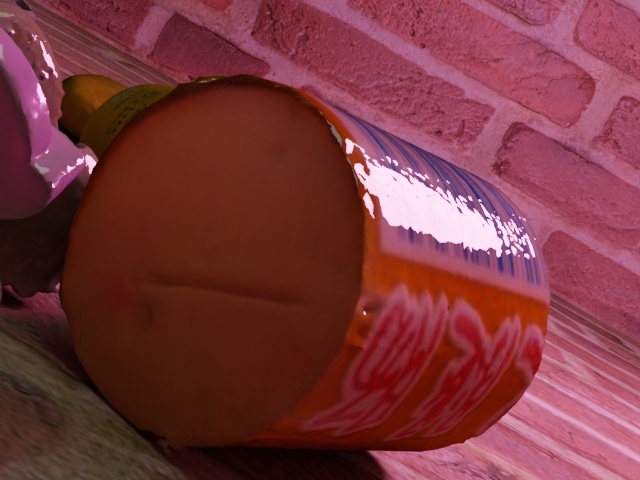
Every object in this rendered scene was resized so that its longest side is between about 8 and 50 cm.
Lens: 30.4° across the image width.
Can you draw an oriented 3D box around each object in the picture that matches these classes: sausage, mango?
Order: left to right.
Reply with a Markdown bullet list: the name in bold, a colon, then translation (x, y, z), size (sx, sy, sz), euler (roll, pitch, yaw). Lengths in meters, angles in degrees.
- **mango**: translation (-0.287, -0.168, 1.522), size (0.122, 0.085, 0.191), euler (31, 6, -12)
- **sausage**: translation (0.005, 0.030, 0.808), size (0.233, 0.233, 0.287), euler (34, 9, 31)

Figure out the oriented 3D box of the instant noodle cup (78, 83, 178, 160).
- **instant noodle cup**: translation (-0.109, -0.049, 1.072), size (0.215, 0.215, 0.236), euler (22, 2, -42)

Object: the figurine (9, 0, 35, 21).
- **figurine**: translation (-0.539, -0.360, 1.551), size (0.342, 0.167, 0.285), euler (49, 5, -32)

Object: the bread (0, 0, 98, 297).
- **bread**: translation (-0.270, -0.084, 0.726), size (0.337, 0.183, 0.102), euler (20, 15, -38)

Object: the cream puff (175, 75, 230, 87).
- **cream puff**: translation (-0.125, -0.100, 1.361), size (0.221, 0.194, 0.195), euler (30, 7, 24)

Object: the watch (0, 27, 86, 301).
- **watch**: translation (-0.275, -0.041, 0.515), size (0.248, 0.211, 0.217), euler (45, 37, 9)
